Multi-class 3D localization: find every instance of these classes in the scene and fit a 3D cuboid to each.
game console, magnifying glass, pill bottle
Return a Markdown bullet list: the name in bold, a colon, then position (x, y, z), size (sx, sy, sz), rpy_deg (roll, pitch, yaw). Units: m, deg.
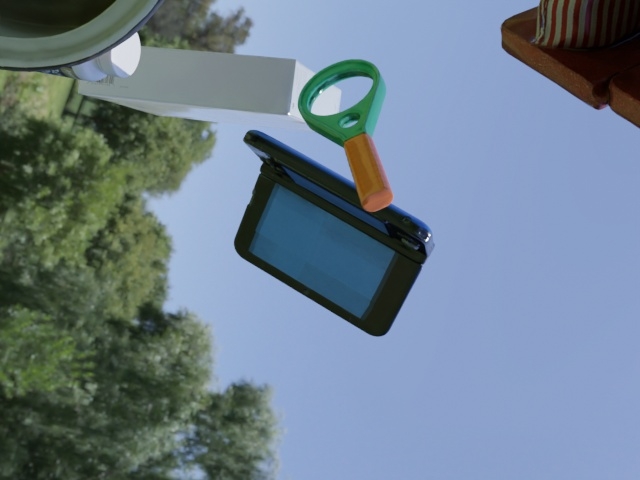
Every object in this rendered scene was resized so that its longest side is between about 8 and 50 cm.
- **game console**: position (0.000, 0.000, 1.185), size (0.173, 0.293, 0.250), rpy_deg (-60, 169, -2)
- **magnifying glass**: position (0.031, -0.108, 0.784), size (0.092, 0.026, 0.231), rpy_deg (-24, -138, 9)
- **pill bottle**: position (-0.333, -0.266, 1.098), size (0.094, 0.169, 0.094), rpy_deg (13, 90, -71)

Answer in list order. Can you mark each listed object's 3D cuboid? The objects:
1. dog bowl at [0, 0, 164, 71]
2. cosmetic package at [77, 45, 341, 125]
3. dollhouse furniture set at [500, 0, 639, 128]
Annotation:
- **dog bowl**: position (-0.319, -0.398, 0.886), size (0.408, 0.408, 0.150), rpy_deg (-63, -174, 17)
- **cosmetic package**: position (-0.181, -0.262, 1.427), size (0.284, 0.377, 0.097), rpy_deg (4, 94, -75)
- **dollhouse furniture set**: position (0.272, -0.208, 0.375), size (0.152, 0.374, 0.201), rpy_deg (44, -27, 40)
